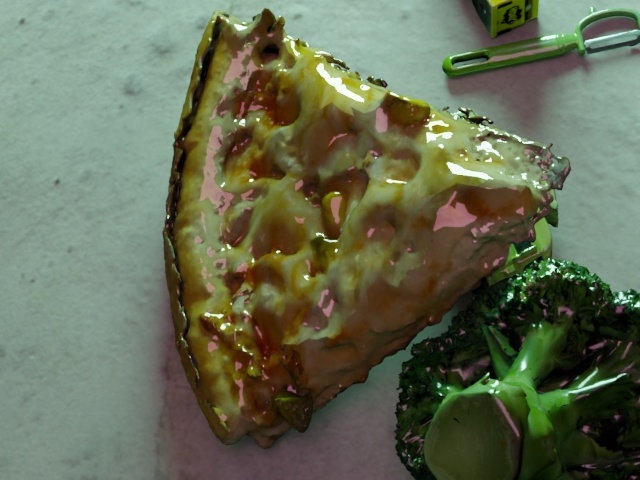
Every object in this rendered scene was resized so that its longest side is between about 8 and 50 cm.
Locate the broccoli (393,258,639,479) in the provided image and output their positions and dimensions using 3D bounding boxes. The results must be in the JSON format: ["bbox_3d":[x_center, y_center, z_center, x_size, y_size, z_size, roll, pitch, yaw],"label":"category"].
[{"bbox_3d":[0.177,0.161,1.138,0.297,0.297,0.298,0,91,36],"label":"broccoli"}]

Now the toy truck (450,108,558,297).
[{"bbox_3d":[0.165,-0.042,1.315,0.116,0.085,0.191,-24,66,-1],"label":"toy truck"}]

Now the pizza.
[{"bbox_3d":[-0.028,0.004,1.300,0.435,0.080,0.392,29,93,36],"label":"pizza"}]

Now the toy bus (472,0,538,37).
[{"bbox_3d":[0.158,-0.329,1.419,0.074,0.081,0.226,-21,68,1],"label":"toy bus"}]

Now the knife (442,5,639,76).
[{"bbox_3d":[0.229,-0.208,1.398,0.212,0.015,0.054,-12,68,6],"label":"knife"}]
